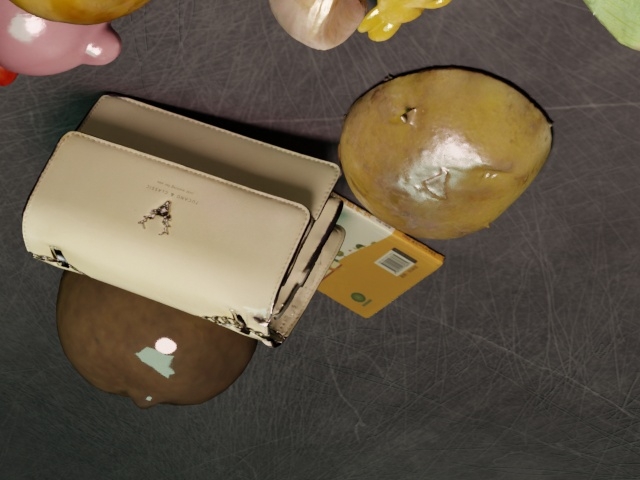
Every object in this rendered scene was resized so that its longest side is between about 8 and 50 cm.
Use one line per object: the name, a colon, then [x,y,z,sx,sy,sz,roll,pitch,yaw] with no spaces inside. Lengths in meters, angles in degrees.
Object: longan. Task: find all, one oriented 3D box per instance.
longan: [-0.231,0.108,1.974,0.297,0.297,0.297,13,145,9]

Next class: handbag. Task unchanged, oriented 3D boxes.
handbag: [-0.172,-0.027,1.757,0.359,0.236,0.160,19,149,16]

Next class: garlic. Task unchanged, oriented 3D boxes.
garlic: [-0.014,-0.295,1.470,0.124,0.099,0.174,-36,92,19]

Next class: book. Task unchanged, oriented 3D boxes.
book: [0.000,0.000,1.940,0.295,0.020,0.208,30,144,-16]

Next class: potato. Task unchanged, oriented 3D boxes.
potato: [0.135,-0.089,1.684,0.239,0.116,0.299,40,139,-21]

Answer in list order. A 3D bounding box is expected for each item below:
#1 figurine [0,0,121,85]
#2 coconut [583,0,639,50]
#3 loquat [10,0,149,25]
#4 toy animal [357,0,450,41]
figurine: [-0.323,-0.277,1.593,0.173,0.173,0.173,13,145,9]
coconut: [0.356,-0.267,1.255,0.236,0.236,0.204,4,177,20]
loquat: [-0.246,-0.355,1.395,0.263,0.263,0.263,13,145,9]
toy animal: [0.093,-0.273,1.482,0.083,0.070,0.159,46,139,-7]
